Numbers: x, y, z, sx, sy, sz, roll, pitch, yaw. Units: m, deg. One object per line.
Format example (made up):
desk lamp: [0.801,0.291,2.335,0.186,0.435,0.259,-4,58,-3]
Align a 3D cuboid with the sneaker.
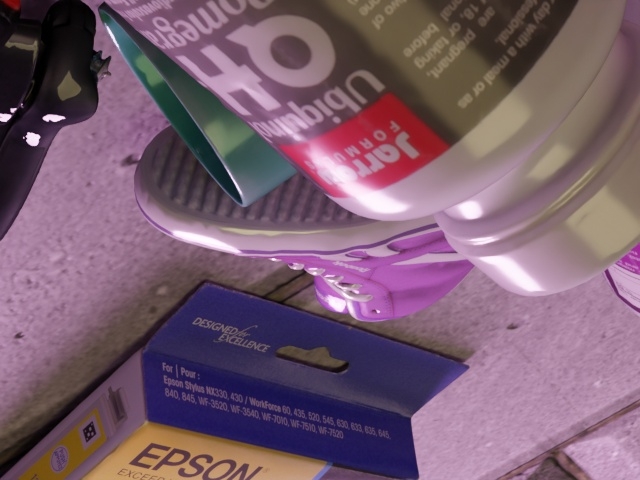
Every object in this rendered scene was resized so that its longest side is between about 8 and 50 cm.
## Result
sneaker: [0.001,0.001,1.080,0.282,0.102,0.161,-1,143,-30]

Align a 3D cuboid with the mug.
mug: [-0.040,-0.096,0.905,0.097,0.129,0.158,-37,-174,-6]

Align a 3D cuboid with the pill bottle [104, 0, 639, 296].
pill bottle: [0.019,-0.120,0.746,0.176,0.176,0.318,-40,115,22]

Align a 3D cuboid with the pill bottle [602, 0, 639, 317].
pill bottle: [0.244,-0.039,1.106,0.169,0.169,0.301,-28,147,6]

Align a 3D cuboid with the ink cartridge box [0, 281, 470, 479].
ink cartridge box: [-0.074,0.177,1.305,0.307,0.072,0.303,-40,143,26]

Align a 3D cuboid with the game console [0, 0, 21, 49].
game console: [-0.372,-0.031,0.798,0.342,0.060,0.386,10,133,-47]

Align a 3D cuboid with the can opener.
can opener: [-0.162,-0.063,0.937,0.073,0.059,0.186,17,143,-13]
